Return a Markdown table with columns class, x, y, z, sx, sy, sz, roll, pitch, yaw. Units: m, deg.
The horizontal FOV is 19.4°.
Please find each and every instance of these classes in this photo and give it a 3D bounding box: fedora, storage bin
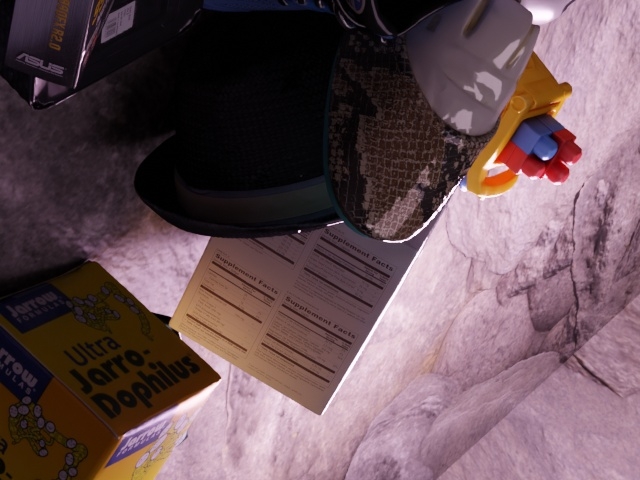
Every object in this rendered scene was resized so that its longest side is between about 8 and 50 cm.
| class | x | y | z | sx | sy | sz | roll | pitch | yaw |
| --- | --- | --- | --- | --- | --- | --- | --- | --- | --- |
| fedora | -0.024 | -0.136 | 1.752 | 0.334 | 0.334 | 0.152 | -31 | 126 | -33 |
| storage bin | -0.182 | -0.200 | 1.494 | 0.180 | 0.084 | 0.122 | -34 | 157 | -30 |

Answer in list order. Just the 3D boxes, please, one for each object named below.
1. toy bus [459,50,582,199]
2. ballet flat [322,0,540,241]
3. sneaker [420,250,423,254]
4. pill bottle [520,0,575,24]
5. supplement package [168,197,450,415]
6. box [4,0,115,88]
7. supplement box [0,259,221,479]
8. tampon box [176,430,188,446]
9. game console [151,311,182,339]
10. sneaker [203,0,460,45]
| class | x | y | z | sx | sy | sz | roll | pitch | yaw |
| --- | --- | --- | --- | --- | --- | --- | --- | --- | --- |
| toy bus | 0.194 | -0.124 | 2.187 | 0.149 | 0.211 | 0.220 | -21 | 150 | -51 |
| ballet flat | 0.126 | -0.215 | 1.662 | 0.182 | 0.164 | 0.483 | -27 | -147 | 39 |
| sneaker | 0.090 | -0.029 | 2.278 | 0.228 | 0.132 | 0.086 | -20 | 148 | -49 |
| pill bottle | 0.232 | -0.325 | 1.940 | 0.278 | 0.162 | 0.162 | -42 | 160 | -8 |
| supplement package | 0.000 | 0.000 | 1.991 | 0.263 | 0.198 | 0.199 | -62 | 176 | 39 |
| box | -0.152 | -0.251 | 1.327 | 0.183 | 0.056 | 0.231 | 112 | -5 | -47 |
| supplement box | -0.296 | 0.228 | 1.907 | 0.356 | 0.195 | 0.194 | -56 | 165 | 28 |
| tampon box | -0.247 | 0.222 | 2.156 | 0.161 | 0.101 | 0.120 | -39 | 160 | -16 |
| game console | -0.215 | 0.120 | 2.066 | 0.107 | 0.071 | 0.122 | -40 | 159 | -15 |
| sneaker | 0.022 | -0.239 | 1.538 | 0.147 | 0.330 | 0.130 | -66 | 141 | -48 |
